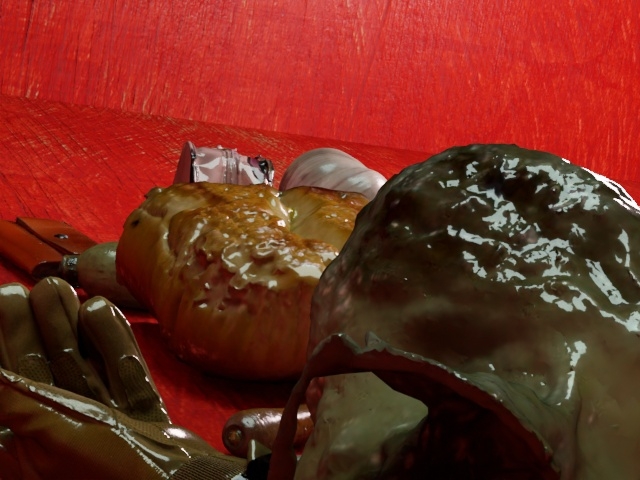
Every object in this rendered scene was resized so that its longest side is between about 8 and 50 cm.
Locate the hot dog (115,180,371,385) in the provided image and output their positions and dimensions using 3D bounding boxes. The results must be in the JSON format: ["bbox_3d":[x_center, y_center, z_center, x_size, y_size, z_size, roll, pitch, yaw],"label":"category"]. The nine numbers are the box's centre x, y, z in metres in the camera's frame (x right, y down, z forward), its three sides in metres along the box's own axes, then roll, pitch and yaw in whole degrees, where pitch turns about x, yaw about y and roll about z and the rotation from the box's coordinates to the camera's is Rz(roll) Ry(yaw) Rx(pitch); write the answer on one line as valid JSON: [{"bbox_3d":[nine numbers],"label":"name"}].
[{"bbox_3d":[-0.015,0.060,1.709,0.367,0.196,0.365,1,11,-19],"label":"hot dog"}]

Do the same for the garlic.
[{"bbox_3d":[0.000,0.000,2.131,0.253,0.245,0.245,-30,16,-3],"label":"garlic"}]

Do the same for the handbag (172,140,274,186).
[{"bbox_3d":[-0.133,-0.026,2.024,0.116,0.205,0.179,7,-22,-15],"label":"handbag"}]

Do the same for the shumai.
[{"bbox_3d":[0.101,0.164,1.052,0.395,0.395,0.348,17,34,30],"label":"shumai"}]

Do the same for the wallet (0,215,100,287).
[{"bbox_3d":[-0.346,0.013,1.995,0.142,0.045,0.204,3,13,-35],"label":"wallet"}]

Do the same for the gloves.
[{"bbox_3d":[-0.165,0.154,1.195,0.331,0.141,0.154,28,44,30],"label":"gloves"}]

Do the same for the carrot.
[{"bbox_3d":[-0.028,0.178,1.464,0.047,0.047,0.191,17,8,31],"label":"carrot"}]

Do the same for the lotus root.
[{"bbox_3d":[-0.228,0.041,1.875,0.183,0.077,0.090,9,10,-15],"label":"lotus root"}]

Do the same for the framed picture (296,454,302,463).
[{"bbox_3d":[0.051,0.220,1.395,0.183,0.011,0.142,1,15,-45],"label":"framed picture"}]
